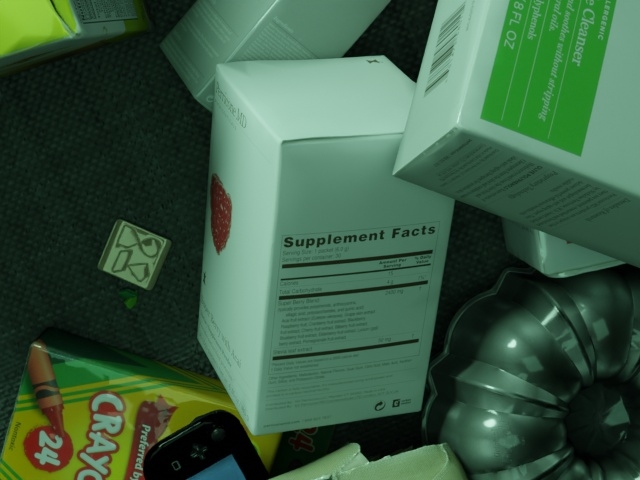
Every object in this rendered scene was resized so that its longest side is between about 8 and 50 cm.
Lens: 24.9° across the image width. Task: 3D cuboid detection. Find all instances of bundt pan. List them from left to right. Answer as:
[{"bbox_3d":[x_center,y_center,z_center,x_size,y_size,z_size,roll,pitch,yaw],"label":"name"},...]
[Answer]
[{"bbox_3d":[0.268,0.173,1.379,0.330,0.124,0.331,0,89,-10],"label":"bundt pan"}]

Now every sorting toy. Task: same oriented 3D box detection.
[{"bbox_3d":[-0.195,0.026,1.481,0.062,0.012,0.083,23,97,-6],"label":"sorting toy"}]

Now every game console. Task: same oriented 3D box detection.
[{"bbox_3d":[-0.073,0.332,1.430,0.213,0.044,0.361,-33,116,-15],"label":"game console"}]

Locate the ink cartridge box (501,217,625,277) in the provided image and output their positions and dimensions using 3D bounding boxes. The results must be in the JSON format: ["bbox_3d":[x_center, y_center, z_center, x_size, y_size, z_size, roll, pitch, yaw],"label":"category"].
[{"bbox_3d":[0.268,-0.143,1.338,0.226,0.131,0.306,-11,103,-8],"label":"ink cartridge box"}]

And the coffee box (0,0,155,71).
[{"bbox_3d":[-0.379,-0.295,1.273,0.337,0.334,0.338,-16,99,6],"label":"coffee box"}]

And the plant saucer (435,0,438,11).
[{"bbox_3d":[0.196,-0.223,1.406,0.168,0.029,0.169,0,99,3],"label":"plant saucer"}]

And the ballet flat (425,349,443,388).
[{"bbox_3d":[0.189,0.172,1.454,0.188,0.070,0.070,37,100,-5],"label":"ballet flat"}]

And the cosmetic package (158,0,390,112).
[{"bbox_3d":[-0.030,-0.222,1.358,0.238,0.127,0.107,-45,128,10],"label":"cosmetic package"}]

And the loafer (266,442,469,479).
[{"bbox_3d":[0.013,0.237,1.341,0.268,0.102,0.092,-3,64,4],"label":"loafer"}]

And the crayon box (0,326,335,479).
[{"bbox_3d":[-0.162,0.233,1.481,0.318,0.081,0.202,16,100,0],"label":"crayon box"}]

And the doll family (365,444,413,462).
[{"bbox_3d":[0.072,0.270,1.439,0.076,0.193,0.111,-24,85,-18],"label":"doll family"}]

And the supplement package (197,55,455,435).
[{"bbox_3d":[0.000,0.000,1.317,0.175,0.177,0.293,-5,119,-21],"label":"supplement package"}]

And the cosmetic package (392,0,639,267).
[{"bbox_3d":[0.266,-0.094,1.177,0.365,0.155,0.197,18,73,-12],"label":"cosmetic package"}]
